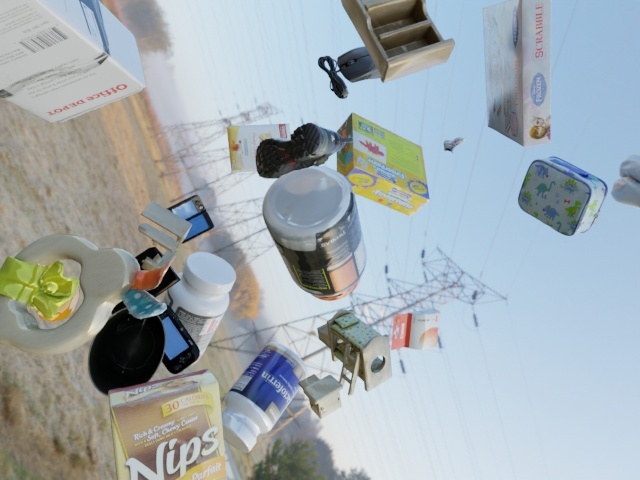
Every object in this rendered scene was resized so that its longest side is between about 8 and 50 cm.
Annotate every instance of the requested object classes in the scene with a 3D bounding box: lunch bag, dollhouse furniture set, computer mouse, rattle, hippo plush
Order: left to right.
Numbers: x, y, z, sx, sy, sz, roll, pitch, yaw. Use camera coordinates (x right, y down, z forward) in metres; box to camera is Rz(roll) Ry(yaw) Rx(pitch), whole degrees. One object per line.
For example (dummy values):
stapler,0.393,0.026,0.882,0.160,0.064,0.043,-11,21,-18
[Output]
rattle,-0.231,0.065,0.522,0.143,0.199,0.130,76,3,-55
dollhouse furniture set,-0.455,0.012,1.289,0.123,0.144,0.151,32,-46,-9
dollhouse furniture set,0.007,0.195,0.854,0.181,0.160,0.101,29,-47,52
computer mouse,0.144,-0.623,1.691,0.189,0.272,0.072,63,-17,15
dollhouse furniture set,0.179,-0.558,0.948,0.394,0.361,0.257,103,-36,-71
lunch bag,0.675,-0.129,1.336,0.219,0.090,0.176,49,-38,48
hippo plush,0.875,-0.172,1.202,0.234,0.295,0.236,9,-24,32

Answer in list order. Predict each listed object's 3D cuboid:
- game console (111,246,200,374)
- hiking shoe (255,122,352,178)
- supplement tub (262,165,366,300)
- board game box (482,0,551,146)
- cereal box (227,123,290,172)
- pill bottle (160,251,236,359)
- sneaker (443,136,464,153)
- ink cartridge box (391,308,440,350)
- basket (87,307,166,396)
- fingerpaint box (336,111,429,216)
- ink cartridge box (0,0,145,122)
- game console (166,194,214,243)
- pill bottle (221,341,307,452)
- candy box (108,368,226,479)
game console,-0.477,0.214,1.403,0.361,0.213,0.044,53,-9,6
hiking shoe,-0.041,-0.169,0.956,0.226,0.114,0.086,-5,-94,50
supplement tub,0.000,0.000,1.143,0.207,0.207,0.338,57,-9,34
board game box,0.476,-0.419,1.171,0.318,0.065,0.319,-81,162,-67
cereal box,-0.227,-0.352,1.811,0.047,0.239,0.173,162,-78,-78
pill bottle,-0.437,0.235,1.622,0.363,0.210,0.210,-59,-137,22
sneaker,0.613,-0.431,2.181,0.038,0.098,0.069,31,58,-49
ink cartridge box,0.347,0.329,1.730,0.045,0.179,0.146,-148,-124,-59
basket,-0.459,0.262,1.163,0.227,0.154,0.205,151,-41,-71
fingerpaint box,0.299,-0.369,2.343,0.163,0.444,0.372,-44,-144,45
ink cartridge box,-0.623,-0.441,1.042,0.395,0.285,0.167,39,35,-76
game console,-0.496,-0.082,1.798,0.085,0.143,0.124,50,-15,50
pill bottle,-0.163,0.422,1.293,0.153,0.265,0.153,24,-38,21
candy box,-0.270,0.414,0.862,0.087,0.182,0.317,9,-76,63
